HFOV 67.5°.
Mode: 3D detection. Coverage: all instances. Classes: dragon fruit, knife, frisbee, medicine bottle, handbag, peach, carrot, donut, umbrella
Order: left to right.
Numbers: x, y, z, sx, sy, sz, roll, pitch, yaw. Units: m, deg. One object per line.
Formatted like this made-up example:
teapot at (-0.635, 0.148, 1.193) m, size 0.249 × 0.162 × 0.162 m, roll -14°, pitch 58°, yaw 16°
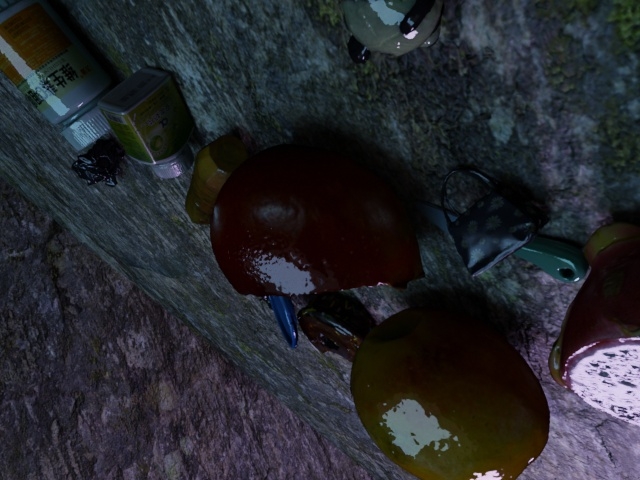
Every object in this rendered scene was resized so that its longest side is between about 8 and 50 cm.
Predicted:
medicine bottle at (-0.543, -0.354, 0.960) m, size 0.158 × 0.158 × 0.318 m, roll 1°, pitch 134°, yaw 48°
umbrella at (-0.617, -0.202, 1.330) m, size 0.272 × 0.121 × 0.111 m, roll -8°, pitch 85°, yaw 58°
medicine bottle at (-0.323, -0.219, 0.935) m, size 0.088 × 0.132 × 0.189 m, roll 20°, pitch 149°, yaw 26°
carrot at (-0.215, -0.114, 0.991) m, size 0.114 × 0.114 × 0.302 m, roll 40°, pitch 154°, yaw -6°
frisbee at (-0.099, 0.163, 1.256) m, size 0.242 × 0.045 × 0.242 m, roll 160°, pitch 90°, yaw -77°
peach at (0.000, 0.000, 0.765) m, size 0.338 × 0.281 × 0.281 m, roll 33°, pitch 151°, yaw 9°
donut at (0.048, 0.220, 1.204) m, size 0.230 × 0.096 × 0.216 m, roll 5°, pitch 135°, yaw 46°
peach at (0.236, 0.301, 0.895) m, size 0.372 × 0.290 × 0.373 m, roll 6°, pitch 116°, yaw 14°
handbag at (0.220, -0.040, 0.651) m, size 0.139 × 0.072 × 0.115 m, roll 57°, pitch 133°, yaw 13°
knife at (0.258, -0.002, 0.712) m, size 0.260 × 0.035 × 0.063 m, roll 24°, pitch 150°, yaw 33°
dragon fruit at (0.421, 0.096, 0.522) m, size 0.290 × 0.189 × 0.291 m, roll 21°, pitch 152°, yaw 12°

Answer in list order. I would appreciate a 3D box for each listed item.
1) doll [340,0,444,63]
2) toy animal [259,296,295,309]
doll at (0.051, -0.280, 0.425) m, size 0.143 × 0.135 × 0.234 m, roll 17°, pitch 150°, yaw 36°
toy animal at (-0.135, 0.186, 1.412) m, size 0.135 × 0.047 × 0.065 m, roll 35°, pitch 160°, yaw -7°
